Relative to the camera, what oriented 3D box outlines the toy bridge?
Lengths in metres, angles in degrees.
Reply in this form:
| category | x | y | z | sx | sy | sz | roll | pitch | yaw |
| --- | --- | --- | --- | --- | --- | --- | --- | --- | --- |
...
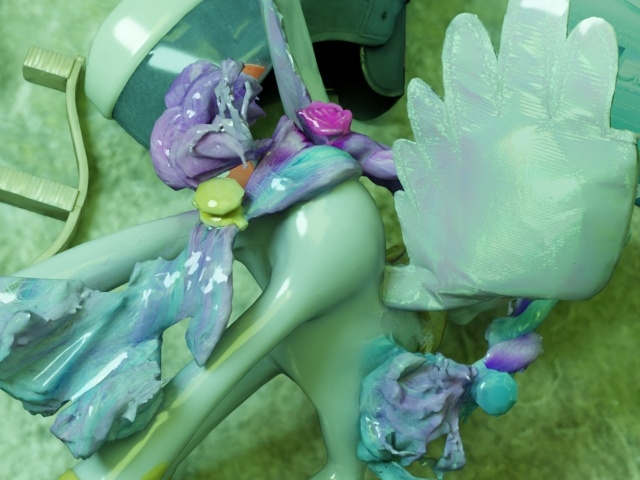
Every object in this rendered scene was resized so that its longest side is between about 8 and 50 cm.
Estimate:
| category | x | y | z | sx | sy | sz | roll | pitch | yaw |
| --- | --- | --- | --- | --- | --- | --- | --- | --- | --- |
| toy bridge | -0.171 | -0.028 | 1.083 | 0.063 | 0.026 | 0.188 | 17 | 70 | -1 |

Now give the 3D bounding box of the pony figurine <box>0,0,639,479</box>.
| category | x | y | z | sx | sy | sz | roll | pitch | yaw |
| --- | --- | --- | --- | --- | --- | --- | --- | --- | --- |
| pony figurine | 0.000 | 0.000 | 0.932 | 0.363 | 0.351 | 0.303 | -34 | 51 | -14 |

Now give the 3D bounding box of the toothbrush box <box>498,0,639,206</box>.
| category | x | y | z | sx | sy | sz | roll | pitch | yaw |
| --- | --- | --- | --- | --- | --- | --- | --- | --- | --- |
| toothbrush box | 0.197 | -0.180 | 1.023 | 0.126 | 0.295 | 0.216 | 22 | 70 | 4 |

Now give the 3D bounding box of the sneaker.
| category | x | y | z | sx | sy | sz | roll | pitch | yaw |
| --- | --- | --- | --- | --- | --- | --- | --- | --- | --- |
| sneaker | 0.024 | -0.165 | 1.101 | 0.148 | 0.131 | 0.350 | 43 | 80 | 5 |
